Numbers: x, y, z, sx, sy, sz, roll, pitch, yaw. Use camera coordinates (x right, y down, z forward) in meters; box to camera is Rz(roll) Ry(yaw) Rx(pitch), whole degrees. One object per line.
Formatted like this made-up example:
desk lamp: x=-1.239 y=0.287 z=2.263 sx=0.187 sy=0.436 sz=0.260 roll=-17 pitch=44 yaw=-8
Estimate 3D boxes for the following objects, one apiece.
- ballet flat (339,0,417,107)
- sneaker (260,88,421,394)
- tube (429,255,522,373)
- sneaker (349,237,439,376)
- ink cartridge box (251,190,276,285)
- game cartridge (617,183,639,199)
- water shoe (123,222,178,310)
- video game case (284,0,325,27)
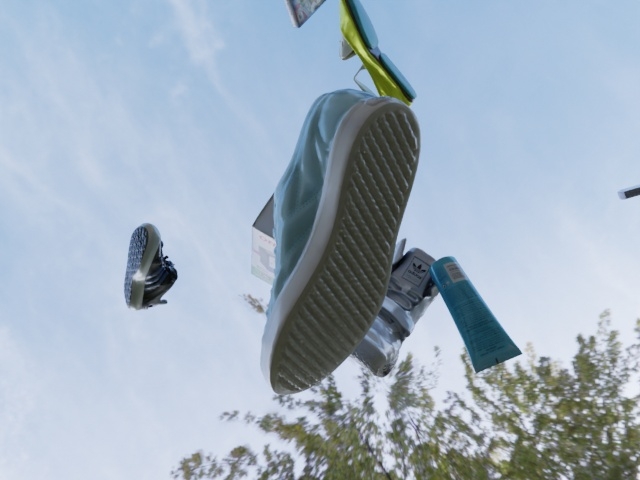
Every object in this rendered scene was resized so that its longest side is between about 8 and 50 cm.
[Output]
ballet flat: x=0.079 y=-0.319 z=1.089 sx=0.077 sy=0.077 sz=0.231 roll=-28 pitch=-76 yaw=29
sneaker: x=0.000 y=0.000 z=0.736 sx=0.150 sy=0.135 sz=0.365 roll=38 pitch=-68 yaw=50
tube: x=0.249 y=0.118 z=1.043 sx=0.080 sy=0.052 sz=0.207 roll=-26 pitch=-127 yaw=4
sneaker: x=0.127 y=0.107 z=1.116 sx=0.137 sy=0.366 sz=0.210 roll=36 pitch=-83 yaw=9
ink cartridge box: x=-0.031 y=0.021 z=1.047 sx=0.154 sy=0.212 sz=0.093 roll=29 pitch=-115 yaw=5
game cartridge: x=0.528 y=-0.083 z=1.043 sx=0.056 sy=0.083 sz=0.017 roll=-14 pitch=-89 yaw=24
water shoe: x=-0.282 y=0.041 z=1.058 sx=0.080 sy=0.203 sz=0.072 roll=-4 pitch=-127 yaw=-30
video game case: x=-0.030 y=-0.427 z=0.941 sx=0.015 sy=0.166 sz=0.119 roll=17 pitch=-122 yaw=33
